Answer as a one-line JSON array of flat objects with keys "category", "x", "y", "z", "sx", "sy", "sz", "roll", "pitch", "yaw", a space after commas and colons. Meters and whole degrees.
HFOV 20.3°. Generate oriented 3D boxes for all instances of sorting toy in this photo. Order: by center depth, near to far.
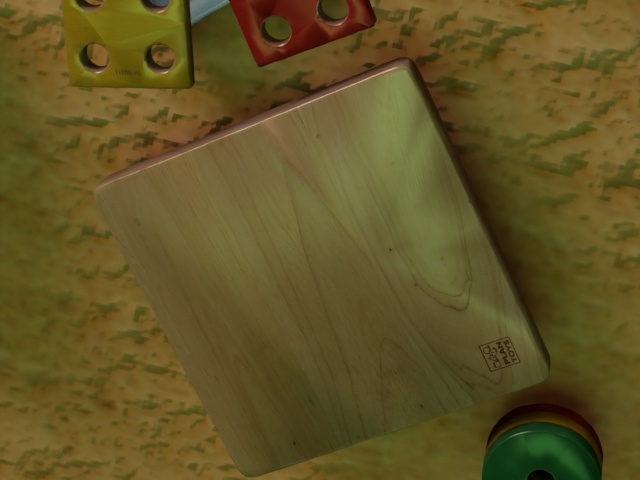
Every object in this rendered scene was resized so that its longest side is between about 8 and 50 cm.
[{"category": "sorting toy", "x": 0.000, "y": 0.000, "z": 0.682, "sx": 0.132, "sy": 0.046, "sz": 0.274, "roll": -21, "pitch": 108, "yaw": 19}]

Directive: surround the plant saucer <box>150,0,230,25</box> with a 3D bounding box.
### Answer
[{"category": "plant saucer", "x": -0.083, "y": -0.167, "z": 0.644, "sx": 0.067, "sy": 0.018, "sz": 0.192, "roll": -27, "pitch": 104, "yaw": 20}]
